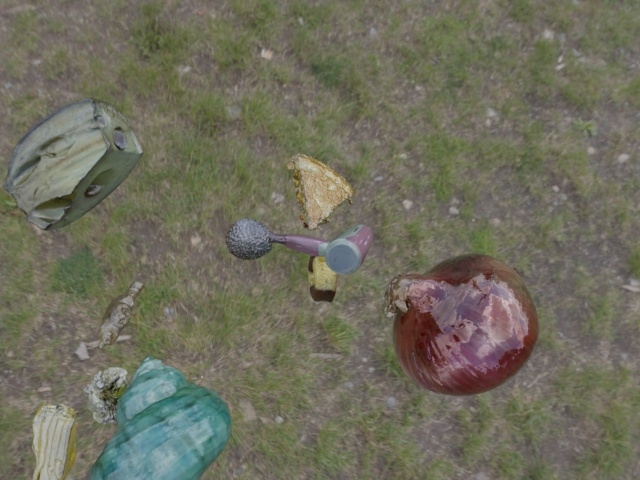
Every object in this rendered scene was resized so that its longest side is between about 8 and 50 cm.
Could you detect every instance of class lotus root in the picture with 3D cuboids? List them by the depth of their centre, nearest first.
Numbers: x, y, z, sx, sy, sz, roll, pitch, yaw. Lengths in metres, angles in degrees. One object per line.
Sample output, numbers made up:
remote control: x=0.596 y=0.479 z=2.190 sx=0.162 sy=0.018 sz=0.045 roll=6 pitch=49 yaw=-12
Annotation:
lotus root: x=-0.572 y=-0.181 z=1.340 sx=0.314 sy=0.142 sz=0.210 roll=-32 pitch=91 yaw=12

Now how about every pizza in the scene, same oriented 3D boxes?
pizza: x=-0.012 y=-0.093 z=1.315 sx=0.188 sy=0.062 sz=0.198 roll=32 pitch=50 yaw=-20

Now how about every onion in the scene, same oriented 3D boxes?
onion: x=0.321 y=0.187 z=1.293 sx=0.354 sy=0.353 sz=0.353 roll=3 pitch=76 yaw=-11

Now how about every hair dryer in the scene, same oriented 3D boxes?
hair dryer: x=-0.005 y=0.002 z=0.850 sx=0.154 sy=0.106 sz=0.054 roll=8 pitch=112 yaw=13

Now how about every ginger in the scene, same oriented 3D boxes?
ginger: x=-0.622 y=0.223 z=1.750 sx=0.080 sy=0.333 sz=0.166 roll=42 pitch=90 yaw=-19

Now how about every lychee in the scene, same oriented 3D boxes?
lychee: x=-0.114 y=-0.002 z=0.914 sx=0.068 sy=0.083 sz=0.067 roll=-6 pitch=109 yaw=-52

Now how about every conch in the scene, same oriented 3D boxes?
conch: x=-0.207 y=0.250 z=0.719 sx=0.196 sy=0.134 sz=0.202 roll=-16 pitch=42 yaw=9

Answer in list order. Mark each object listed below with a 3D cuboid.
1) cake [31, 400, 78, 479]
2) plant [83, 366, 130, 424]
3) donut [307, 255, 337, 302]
cake: x=-0.476 y=0.375 z=0.996 sx=0.080 sy=0.185 sz=0.116 roll=19 pitch=43 yaw=-10
plant: x=-0.436 y=0.328 z=1.217 sx=0.104 sy=0.122 sz=0.116 roll=-14 pitch=89 yaw=-51
donut: x=0.004 y=0.088 z=1.403 sx=0.059 sy=0.140 sz=0.140 roll=-3 pitch=77 yaw=-11
